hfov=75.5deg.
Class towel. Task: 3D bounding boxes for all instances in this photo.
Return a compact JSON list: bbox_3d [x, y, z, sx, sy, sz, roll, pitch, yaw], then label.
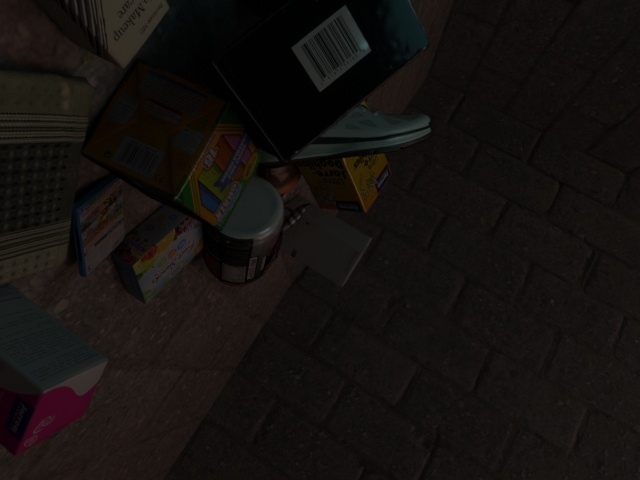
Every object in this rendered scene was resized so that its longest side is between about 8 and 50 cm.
[{"bbox_3d":[-0.432,-0.056,0.481,0.313,0.056,0.324,-67,166,22],"label":"towel"}]

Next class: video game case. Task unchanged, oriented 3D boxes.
[{"bbox_3d":[-0.395,-0.027,0.743,0.119,0.015,0.166,-67,180,-49],"label":"video game case"}]

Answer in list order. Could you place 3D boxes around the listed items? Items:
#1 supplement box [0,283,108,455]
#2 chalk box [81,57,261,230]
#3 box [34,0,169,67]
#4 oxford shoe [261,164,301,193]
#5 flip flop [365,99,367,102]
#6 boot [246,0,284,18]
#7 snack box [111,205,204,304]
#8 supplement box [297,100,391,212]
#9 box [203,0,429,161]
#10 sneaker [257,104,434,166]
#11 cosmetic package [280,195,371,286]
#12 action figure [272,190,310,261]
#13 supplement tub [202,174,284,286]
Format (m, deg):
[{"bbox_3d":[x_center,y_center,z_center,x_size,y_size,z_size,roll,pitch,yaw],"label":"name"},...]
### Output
[{"bbox_3d":[-0.436,0.168,0.581,0.111,0.219,0.114,-61,170,11],"label":"supplement box"},{"bbox_3d":[-0.236,-0.144,0.754,0.179,0.180,0.289,-63,172,-7],"label":"chalk box"},{"bbox_3d":[-0.265,-0.307,0.398,0.113,0.094,0.275,-59,170,-8],"label":"box"},{"bbox_3d":[-0.059,-0.313,1.349,0.364,0.129,0.133,-56,164,-21],"label":"oxford shoe"},{"bbox_3d":[0.131,-0.556,1.685,0.080,0.112,0.277,-77,-171,-73],"label":"flip flop"},{"bbox_3d":[-0.055,-0.525,0.862,0.115,0.112,0.305,-46,174,37],"label":"boot"},{"bbox_3d":[-0.363,0.019,0.953,0.207,0.070,0.175,-51,167,-36],"label":"snack box"},{"bbox_3d":[0.047,-0.283,1.264,0.195,0.194,0.357,-54,133,-29],"label":"supplement box"},{"bbox_3d":[-0.034,-0.307,0.719,0.296,0.183,0.294,-40,-157,-4],"label":"box"},{"bbox_3d":[0.045,-0.324,0.974,0.169,0.446,0.258,-113,-164,-78],"label":"sneaker"},{"bbox_3d":[0.000,0.000,1.799,0.156,0.384,0.217,-43,161,-58],"label":"cosmetic package"},{"bbox_3d":[-0.175,-0.044,1.438,0.341,0.178,0.331,104,10,-66],"label":"action figure"},{"bbox_3d":[-0.221,-0.010,1.140,0.207,0.207,0.338,-53,175,-31],"label":"supplement tub"}]
